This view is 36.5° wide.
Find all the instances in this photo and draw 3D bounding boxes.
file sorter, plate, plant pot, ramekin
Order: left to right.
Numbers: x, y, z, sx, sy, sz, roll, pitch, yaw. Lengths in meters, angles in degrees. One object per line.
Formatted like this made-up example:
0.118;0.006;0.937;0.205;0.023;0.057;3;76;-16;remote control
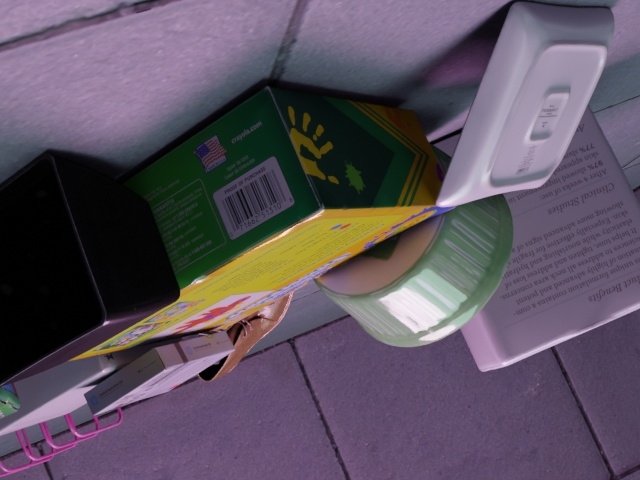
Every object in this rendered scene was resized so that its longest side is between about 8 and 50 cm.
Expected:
-0.619;0.388;2.143;0.291;0.182;0.202;-28;170;20;file sorter
-0.266;0.032;1.059;0.188;0.187;0.167;-30;166;29;plant pot
0.122;-0.006;1.464;0.303;0.303;0.148;-29;137;28;ramekin
0.284;-0.171;1.276;0.277;0.045;0.278;-13;130;-49;plate

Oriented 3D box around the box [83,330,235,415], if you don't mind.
-0.229;0.190;1.409;0.145;0.038;0.186;-33;167;24;box

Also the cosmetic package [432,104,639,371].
0.371;-0.007;1.755;0.329;0.393;0.327;-23;170;-2;cosmetic package

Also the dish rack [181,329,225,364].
-0.328;0.200;1.724;0.272;0.074;0.208;-9;166;25;dish rack

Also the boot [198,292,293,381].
-0.150;0.166;1.977;0.305;0.112;0.115;-55;180;10;boot

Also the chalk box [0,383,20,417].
-0.501;0.160;1.245;0.289;0.180;0.179;-23;170;-13;chalk box

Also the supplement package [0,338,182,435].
-0.386;0.154;1.470;0.293;0.177;0.175;-30;169;33;supplement package

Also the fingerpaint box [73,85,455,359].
-0.103;-0.017;1.275;0.445;0.163;0.371;-29;168;29;fingerpaint box
